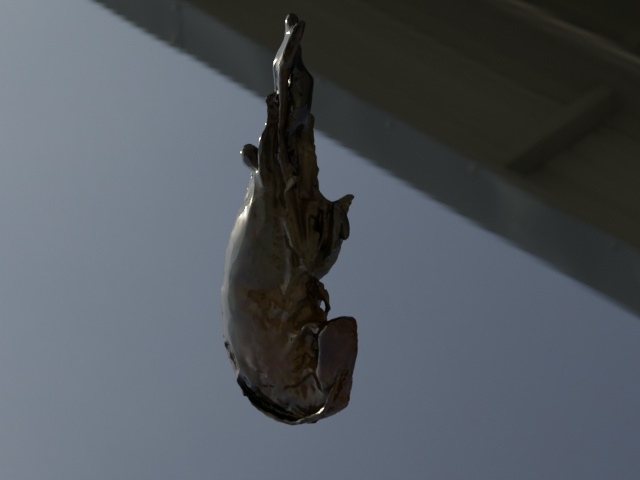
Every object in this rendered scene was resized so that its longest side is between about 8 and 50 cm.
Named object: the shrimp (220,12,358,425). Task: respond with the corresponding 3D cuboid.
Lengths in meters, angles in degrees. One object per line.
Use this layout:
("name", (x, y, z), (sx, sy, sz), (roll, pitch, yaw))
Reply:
("shrimp", (-0.002, -0.007, 0.934), (0.117, 0.262, 0.066), (28, -147, 28))
